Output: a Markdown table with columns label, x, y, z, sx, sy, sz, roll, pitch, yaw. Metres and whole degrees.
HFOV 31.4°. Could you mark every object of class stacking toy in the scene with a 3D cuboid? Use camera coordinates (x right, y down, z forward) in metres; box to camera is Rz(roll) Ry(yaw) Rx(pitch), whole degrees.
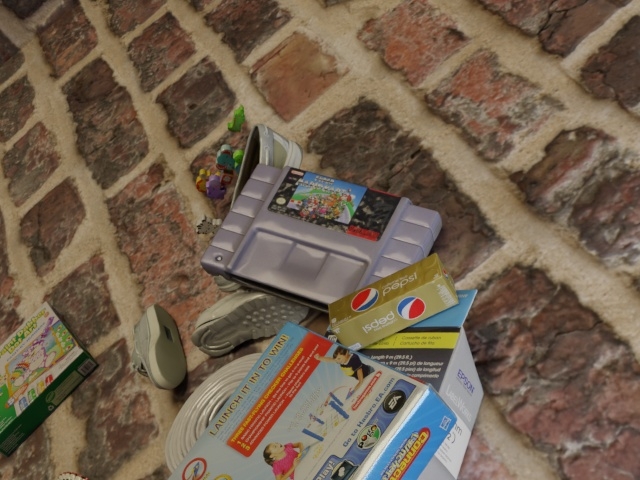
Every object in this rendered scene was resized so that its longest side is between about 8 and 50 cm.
| label | x | y | z | sx | sy | sz | roll | pitch | yaw |
| --- | --- | --- | --- | --- | --- | --- | --- | --- | --- |
| stacking toy | -0.196 | -0.136 | 2.243 | 0.167 | 0.052 | 0.221 | -98 | 27 | -49 |

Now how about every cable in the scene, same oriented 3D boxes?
| label | x | y | z | sx | sy | sz | roll | pitch | yaw |
| --- | --- | --- | --- | --- | --- | --- | --- | --- | --- |
| cable | -0.125 | 0.295 | 1.787 | 0.257 | 0.089 | 0.257 | -24 | 39 | 22 |

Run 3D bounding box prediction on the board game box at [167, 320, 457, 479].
| label | x | y | z | sx | sy | sz | roll | pitch | yaw |
| --- | --- | --- | --- | --- | --- | --- | --- | --- | --- |
| board game box | -0.023 | 0.287 | 1.515 | 0.302 | 0.086 | 0.308 | 20 | 67 | 50 |

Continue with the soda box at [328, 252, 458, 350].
| label | x | y | z | sx | sy | sz | roll | pitch | yaw |
| --- | --- | --- | --- | --- | --- | --- | --- | --- | --- |
| soda box | 0.104 | 0.091 | 1.641 | 0.181 | 0.058 | 0.061 | -26 | 33 | 14 |

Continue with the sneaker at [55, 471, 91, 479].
| label | x | y | z | sx | sy | sz | roll | pitch | yaw |
| --- | --- | --- | --- | --- | --- | --- | --- | --- | --- |
| sneaker | -0.378 | 0.445 | 1.863 | 0.225 | 0.088 | 0.092 | 9 | 60 | 47 |

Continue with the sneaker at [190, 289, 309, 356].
| label | x | y | z | sx | sy | sz | roll | pitch | yaw |
| --- | --- | --- | --- | --- | --- | --- | --- | --- | --- |
| sneaker | -0.121 | 0.118 | 1.978 | 0.235 | 0.090 | 0.095 | -19 | 30 | 24 |

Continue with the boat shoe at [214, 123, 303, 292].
| label | x | y | z | sx | sy | sz | roll | pitch | yaw |
| --- | --- | --- | --- | --- | --- | --- | --- | --- | --- |
| boat shoe | -0.132 | -0.058 | 2.077 | 0.118 | 0.103 | 0.320 | -7 | 57 | 56 |

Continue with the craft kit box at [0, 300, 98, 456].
| label | x | y | z | sx | sy | sz | roll | pitch | yaw |
| --- | --- | --- | --- | --- | --- | --- | --- | --- | --- |
| craft kit box | -0.581 | 0.268 | 2.262 | 0.250 | 0.061 | 0.247 | -46 | 34 | -7 |

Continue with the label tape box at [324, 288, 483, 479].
| label | x | y | z | sx | sy | sz | roll | pitch | yaw |
| --- | --- | --- | --- | --- | --- | --- | --- | --- | --- |
| label tape box | 0.093 | 0.241 | 1.631 | 0.249 | 0.115 | 0.347 | -5 | 46 | 39 |

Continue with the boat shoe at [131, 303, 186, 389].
| label | x | y | z | sx | sy | sz | roll | pitch | yaw |
| --- | --- | --- | --- | --- | --- | --- | --- | --- | --- |
| boat shoe | -0.300 | 0.207 | 2.059 | 0.081 | 0.079 | 0.227 | -43 | 30 | 14 |

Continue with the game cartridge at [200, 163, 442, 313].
| label | x | y | z | sx | sy | sz | roll | pitch | yaw |
| --- | --- | --- | --- | --- | --- | --- | --- | --- | --- |
| game cartridge | 0.000 | 0.000 | 1.903 | 0.355 | 0.068 | 0.230 | 16 | 67 | 25 |
